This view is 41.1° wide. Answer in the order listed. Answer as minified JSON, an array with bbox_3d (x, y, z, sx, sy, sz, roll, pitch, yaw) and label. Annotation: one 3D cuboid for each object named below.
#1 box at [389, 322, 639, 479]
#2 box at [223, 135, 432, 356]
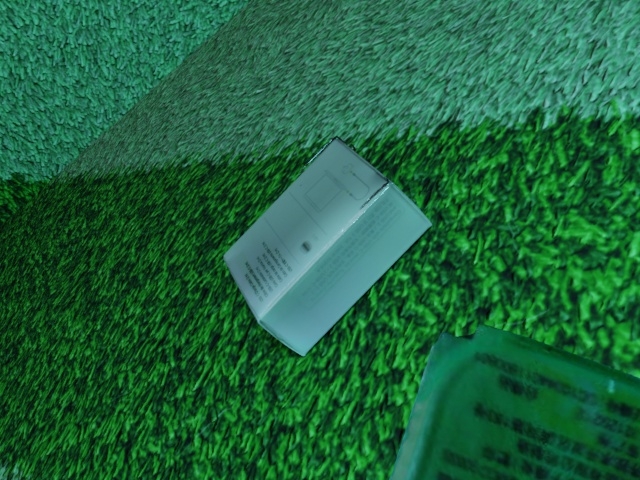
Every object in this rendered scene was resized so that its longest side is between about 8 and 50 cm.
[{"bbox_3d":[0.159,0.250,0.608,0.106,0.264,0.336,98,-166,-61],"label":"box"},{"bbox_3d":[0.000,0.000,1.170,0.251,0.106,0.203,-45,31,2],"label":"box"}]
